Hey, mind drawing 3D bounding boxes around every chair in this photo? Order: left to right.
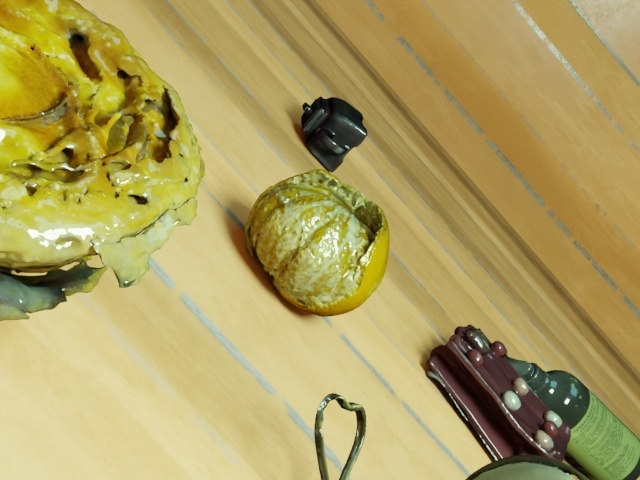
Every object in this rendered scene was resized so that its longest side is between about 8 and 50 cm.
[{"bbox_3d":[0.141,0.236,0.684,0.326,0.170,0.159,41,49,-43],"label":"chair"}]

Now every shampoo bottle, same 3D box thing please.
[{"bbox_3d":[0.381,0.269,1.377,0.284,0.101,0.101,43,18,-22],"label":"shampoo bottle"}]

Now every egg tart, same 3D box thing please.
[{"bbox_3d":[-0.208,-0.057,0.546,0.297,0.132,0.297,29,28,-17],"label":"egg tart"}]

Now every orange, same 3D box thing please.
[{"bbox_3d":[0.000,0.000,0.928,0.156,0.134,0.156,43,2,-2],"label":"orange"}]

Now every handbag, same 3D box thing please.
[{"bbox_3d":[0.238,0.208,1.189,0.216,0.074,0.203,53,16,13],"label":"handbag"}]

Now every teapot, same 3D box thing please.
[{"bbox_3d":[0.009,-0.186,1.447,0.096,0.087,0.177,39,19,-19],"label":"teapot"}]
